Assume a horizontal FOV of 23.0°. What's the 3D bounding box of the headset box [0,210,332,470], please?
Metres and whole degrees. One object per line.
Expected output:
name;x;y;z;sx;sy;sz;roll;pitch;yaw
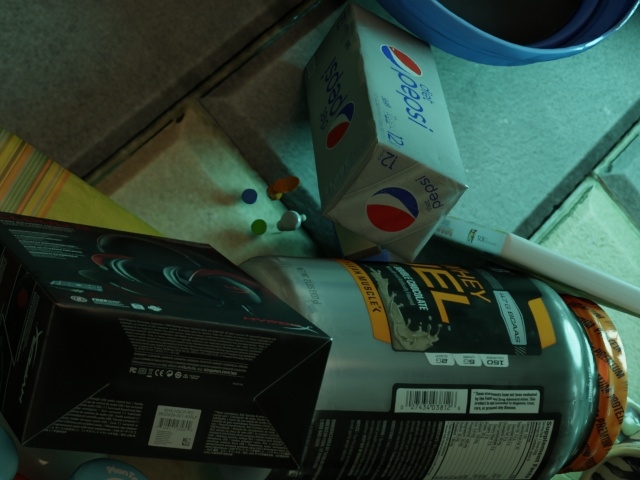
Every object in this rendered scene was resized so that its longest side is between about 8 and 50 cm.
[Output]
headset box;-0.155;0.066;1.221;0.218;0.293;0.110;10;101;-26

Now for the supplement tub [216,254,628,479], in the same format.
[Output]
supplement tub;0.083;0.122;1.369;0.338;0.207;0.207;4;71;-26

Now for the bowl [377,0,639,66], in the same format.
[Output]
bowl;0.165;-0.356;1.582;0.391;0.077;0.391;11;68;-28

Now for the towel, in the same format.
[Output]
towel;-0.218;0.000;1.365;0.237;0.021;0.102;34;65;-16

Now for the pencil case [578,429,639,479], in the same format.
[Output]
pencil case;0.432;0.214;1.523;0.183;0.160;0.410;36;36;30

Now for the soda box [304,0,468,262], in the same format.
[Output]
soda box;0.054;-0.106;1.425;0.098;0.091;0.286;26;27;-20

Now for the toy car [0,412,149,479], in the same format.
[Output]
toy car;-0.244;0.185;1.210;0.210;0.219;0.238;22;33;-18

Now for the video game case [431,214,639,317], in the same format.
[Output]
video game case;0.220;0.029;1.495;0.227;0.206;0.026;22;90;-21

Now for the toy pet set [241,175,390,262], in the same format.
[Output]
toy pet set;0.000;0.000;1.475;0.114;0.065;0.122;-18;77;2

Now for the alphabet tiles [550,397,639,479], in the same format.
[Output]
alphabet tiles;0.209;0.268;1.513;0.285;0.011;0.342;34;60;-15
